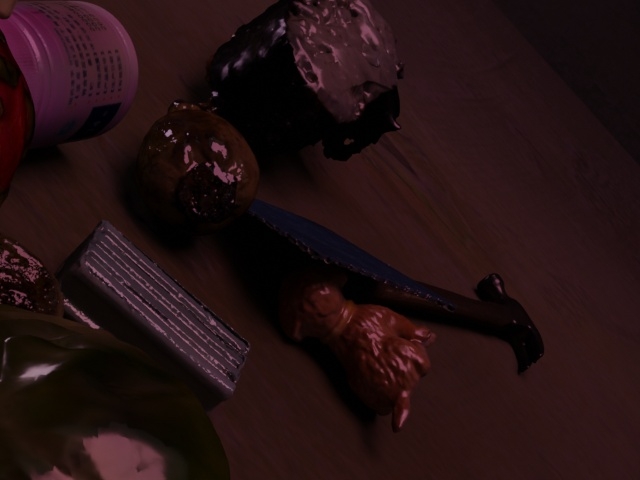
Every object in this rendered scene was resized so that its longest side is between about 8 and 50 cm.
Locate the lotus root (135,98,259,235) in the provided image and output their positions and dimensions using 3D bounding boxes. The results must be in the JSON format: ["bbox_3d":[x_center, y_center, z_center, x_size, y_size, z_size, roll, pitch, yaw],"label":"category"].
[{"bbox_3d":[-0.139,-0.087,1.916,0.138,0.138,0.214,35,22,-25],"label":"lotus root"}]

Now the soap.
[{"bbox_3d":[-0.166,0.080,1.662,0.198,0.063,0.114,42,22,-10],"label":"soap"}]

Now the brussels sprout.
[{"bbox_3d":[-0.210,0.185,1.129,0.289,0.281,0.354,-19,42,-26],"label":"brussels sprout"}]

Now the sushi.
[{"bbox_3d":[-0.016,-0.210,2.264,0.234,0.207,0.348,55,26,-8],"label":"sushi"}]

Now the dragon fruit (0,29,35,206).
[{"bbox_3d":[-0.368,-0.086,1.387,0.231,0.237,0.302,27,31,9],"label":"dragon fruit"}]

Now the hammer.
[{"bbox_3d":[0.153,0.081,2.259,0.440,0.044,0.168,16,35,-50],"label":"hammer"}]

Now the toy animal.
[{"bbox_3d":[0.031,0.113,1.908,0.185,0.104,0.184,44,21,-16],"label":"toy animal"}]

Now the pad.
[{"bbox_3d":[0.000,0.000,2.024,0.269,0.012,0.270,21,8,-47],"label":"pad"}]

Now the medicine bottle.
[{"bbox_3d":[-0.306,-0.165,1.719,0.152,0.152,0.254,49,23,9],"label":"medicine bottle"}]

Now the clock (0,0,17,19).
[{"bbox_3d":[-0.448,-0.307,1.482,0.379,0.120,0.276,20,5,-29],"label":"clock"}]

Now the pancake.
[{"bbox_3d":[-0.287,0.038,1.554,0.129,0.022,0.116,43,34,-1],"label":"pancake"}]
